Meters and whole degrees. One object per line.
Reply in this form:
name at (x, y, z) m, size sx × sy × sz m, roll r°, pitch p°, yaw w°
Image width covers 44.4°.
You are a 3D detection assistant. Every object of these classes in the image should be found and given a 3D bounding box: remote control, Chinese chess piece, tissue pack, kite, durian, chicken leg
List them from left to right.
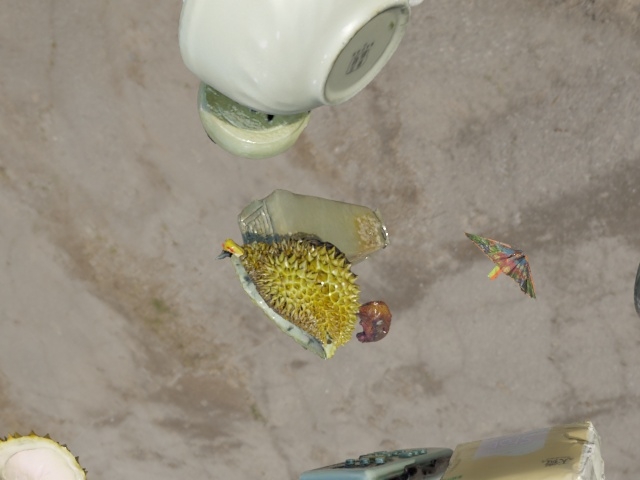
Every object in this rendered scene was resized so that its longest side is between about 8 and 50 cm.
durian at (-0.476, 0.403, 1.231) m, size 0.250 × 0.183 × 0.138 m, roll 46°, pitch 136°, yaw -10°
Chinese chess piece at (-0.107, -0.226, 1.281) m, size 0.188 × 0.188 × 0.083 m, roll 42°, pitch 161°, yaw 0°
durian at (-0.037, 0.055, 1.181) m, size 0.237 × 0.138 × 0.193 m, roll 46°, pitch 166°, yaw -25°
chicken leg at (0.105, 0.164, 1.621) m, size 0.048 × 0.089 × 0.219 m, roll 52°, pitch 174°, yaw 27°
remote control at (0.102, 0.363, 1.231) m, size 0.140 × 0.296 × 0.056 m, roll -11°, pitch 79°, yaw 34°
kite at (0.446, 0.051, 1.913) m, size 0.241 × 0.183 × 0.014 m, roll 44°, pitch 132°, yaw 14°
tissue pack at (0.283, 0.337, 1.106) m, size 0.222 × 0.186 × 0.090 m, roll -20°, pitch 93°, yaw 28°

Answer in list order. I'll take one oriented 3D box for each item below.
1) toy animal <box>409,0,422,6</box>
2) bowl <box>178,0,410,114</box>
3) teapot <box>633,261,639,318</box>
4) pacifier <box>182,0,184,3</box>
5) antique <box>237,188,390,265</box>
toy animal at (0.165, -0.649, 1.589) m, size 0.241 × 0.196 × 0.367 m, roll 32°, pitch 138°, yaw 0°
bowl at (-0.001, -0.238, 0.825) m, size 0.145 × 0.277 × 0.277 m, roll 42°, pitch 138°, yaw 15°
teapot at (0.802, 0.081, 1.457) m, size 0.344 × 0.300 × 0.253 m, roll 19°, pitch 179°, yaw 42°
pacifier at (-0.058, -0.379, 1.162) m, size 0.287 × 0.238 × 0.226 m, roll 28°, pitch 140°, yaw -14°
antique at (0.000, 0.000, 1.408) m, size 0.125 × 0.284 × 0.150 m, roll -30°, pitch 70°, yaw 44°
